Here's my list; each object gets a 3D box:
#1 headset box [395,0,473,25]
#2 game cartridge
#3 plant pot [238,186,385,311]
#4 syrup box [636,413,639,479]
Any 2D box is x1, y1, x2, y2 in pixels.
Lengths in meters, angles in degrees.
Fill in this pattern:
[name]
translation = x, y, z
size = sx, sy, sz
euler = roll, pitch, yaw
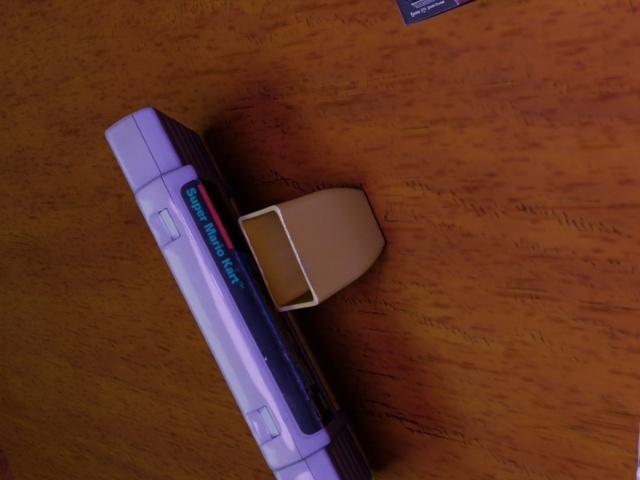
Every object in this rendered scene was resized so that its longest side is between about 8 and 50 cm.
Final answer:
[headset box]
translation = 0.084, -0.153, 0.892
size = 0.062, 0.083, 0.032
euler = -10, 103, 64
[game cartridge]
translation = -0.058, 0.062, 1.288
size = 0.355, 0.068, 0.230
euler = 63, 180, 4
[plant pot]
translation = 0.000, 0.000, 1.198
size = 0.081, 0.083, 0.082
euler = -15, 99, 65
[syrup box]
translation = 0.190, -0.006, 0.654
size = 0.096, 0.237, 0.093
euler = 8, 133, 9
